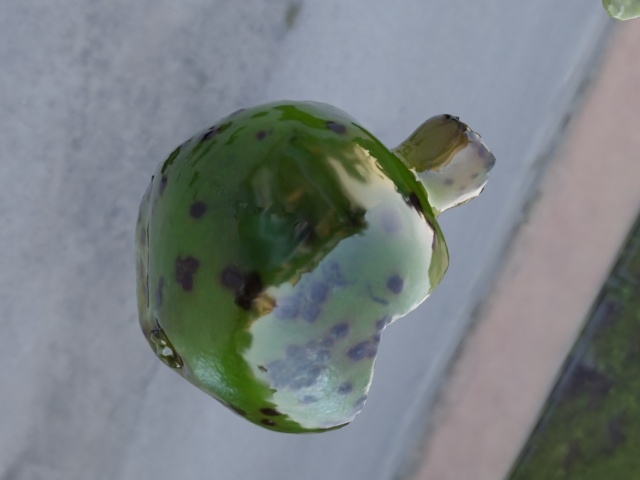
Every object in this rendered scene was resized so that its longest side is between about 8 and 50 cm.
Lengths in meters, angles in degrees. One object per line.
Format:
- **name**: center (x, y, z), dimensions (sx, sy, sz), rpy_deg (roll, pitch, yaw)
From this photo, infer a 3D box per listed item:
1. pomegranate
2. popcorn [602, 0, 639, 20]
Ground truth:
- **pomegranate**: center (-0.010, -0.006, 0.567), dimensions (0.169, 0.143, 0.122), rpy_deg (-47, 121, 1)
- **popcorn**: center (0.279, -0.335, 1.154), dimensions (0.256, 0.255, 0.195), rpy_deg (-20, 165, 21)
